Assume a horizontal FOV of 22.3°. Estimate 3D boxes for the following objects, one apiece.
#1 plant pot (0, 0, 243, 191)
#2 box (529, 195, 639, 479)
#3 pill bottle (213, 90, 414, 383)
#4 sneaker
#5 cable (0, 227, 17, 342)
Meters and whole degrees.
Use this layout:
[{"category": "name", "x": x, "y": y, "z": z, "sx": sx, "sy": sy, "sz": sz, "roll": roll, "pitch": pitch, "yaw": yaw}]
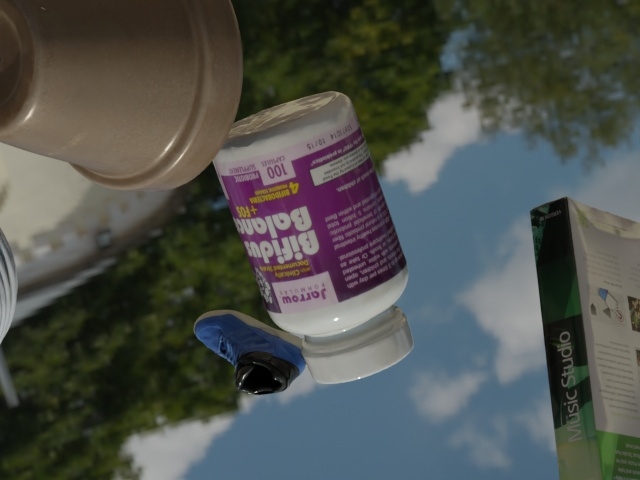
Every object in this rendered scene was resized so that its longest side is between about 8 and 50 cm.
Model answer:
[{"category": "plant pot", "x": -0.246, "y": -0.175, "z": 1.626, "sx": 0.263, "sy": 0.263, "sz": 0.229, "roll": 3, "pitch": -174, "yaw": 39}, {"category": "box", "x": 0.326, "y": 0.132, "z": 1.708, "sx": 0.232, "sy": 0.322, "sz": 0.058, "roll": 16, "pitch": 151, "yaw": -41}, {"category": "pill bottle", "x": 0.000, "y": 0.000, "z": 1.818, "sx": 0.169, "sy": 0.302, "sz": 0.169, "roll": -19, "pitch": -168, "yaw": 4}, {"category": "sneaker", "x": -0.094, "y": 0.136, "z": 1.927, "sx": 0.152, "sy": 0.058, "sz": 0.084, "roll": 19, "pitch": -143, "yaw": 16}, {"category": "cable", "x": -0.440, "y": 0.034, "z": 1.699, "sx": 0.257, "sy": 0.257, "sz": 0.089, "roll": -45, "pitch": -178, "yaw": 36}]
